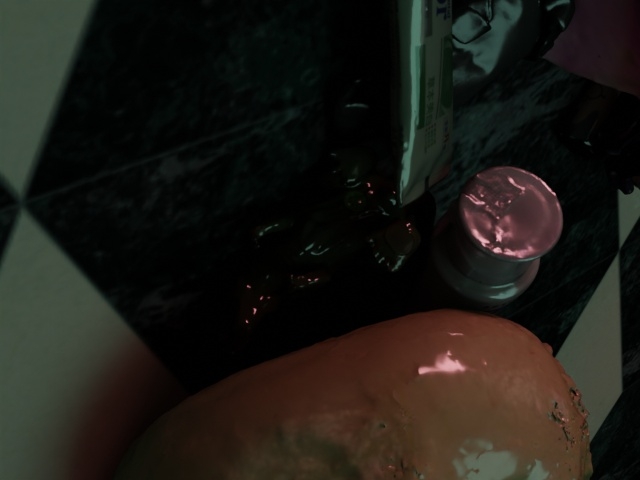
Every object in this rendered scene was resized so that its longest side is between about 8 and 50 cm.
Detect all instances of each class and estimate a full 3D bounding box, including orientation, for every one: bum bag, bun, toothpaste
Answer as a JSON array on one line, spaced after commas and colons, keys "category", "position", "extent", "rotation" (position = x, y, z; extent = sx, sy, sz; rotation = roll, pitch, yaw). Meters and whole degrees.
[{"category": "bum bag", "position": [0.092, -0.117, 0.606], "extent": [0.198, 0.049, 0.087], "rotation": [-37, 148, -5]}, {"category": "bun", "position": [0.020, 0.201, 0.623], "extent": [0.326, 0.234, 0.362], "rotation": [14, 131, -38]}, {"category": "toothpaste", "position": [0.098, 0.045, 0.703], "extent": [0.114, 0.073, 0.299], "rotation": [-40, 166, -21]}, {"category": "toothpaste", "position": [0.055, -0.126, 0.534], "extent": [0.064, 0.041, 0.218], "rotation": [-36, 129, -45]}]

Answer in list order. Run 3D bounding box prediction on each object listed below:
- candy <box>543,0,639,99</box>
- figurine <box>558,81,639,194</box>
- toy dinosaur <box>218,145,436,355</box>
[{"category": "candy", "position": [0.283, -0.221, 0.677], "extent": [0.265, 0.116, 0.155], "rotation": [-33, 141, -24]}, {"category": "figurine", "position": [0.313, -0.096, 0.835], "extent": [0.222, 0.145, 0.145], "rotation": [24, 102, -44]}, {"category": "toy dinosaur", "position": [0.000, 0.000, 0.647], "extent": [0.187, 0.087, 0.179], "rotation": [-26, 178, -10]}]
